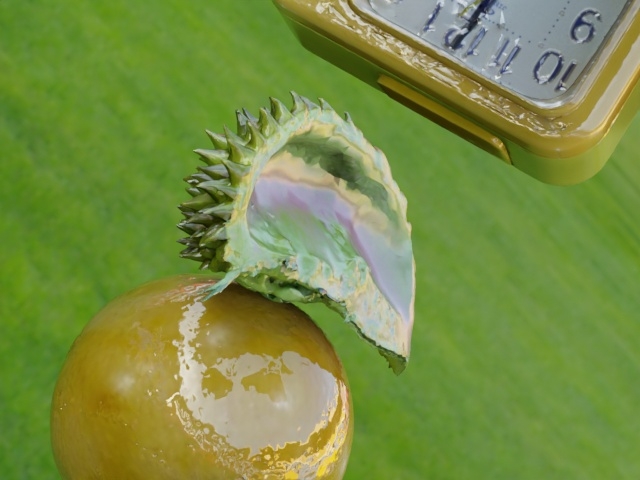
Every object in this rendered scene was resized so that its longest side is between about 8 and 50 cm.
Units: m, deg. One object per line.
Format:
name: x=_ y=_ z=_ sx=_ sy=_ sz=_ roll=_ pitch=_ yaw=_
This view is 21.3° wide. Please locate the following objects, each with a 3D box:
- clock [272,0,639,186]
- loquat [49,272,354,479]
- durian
clock: x=0.084 y=-0.133 z=0.891 sx=0.202 sy=0.143 sz=0.096 roll=30 pitch=-8 yaw=15
loquat: x=-0.097 y=0.154 z=1.459 sx=0.263 sy=0.263 sz=0.263 roll=42 pitch=18 yaw=-18
durian: x=-0.006 y=-0.008 z=1.393 sx=0.355 sy=0.157 sz=0.169 roll=27 pitch=27 yaw=-58
